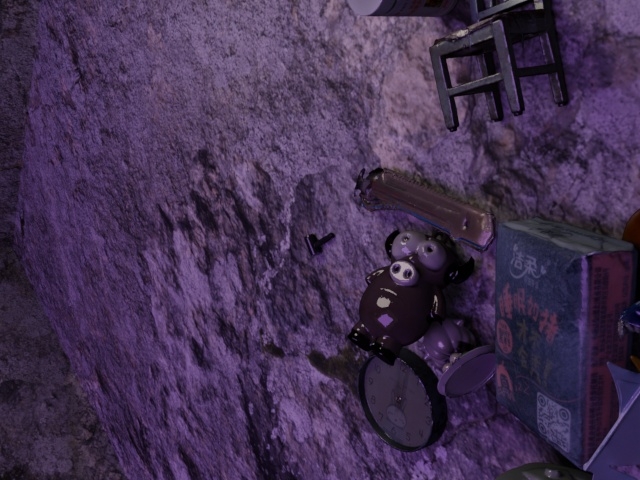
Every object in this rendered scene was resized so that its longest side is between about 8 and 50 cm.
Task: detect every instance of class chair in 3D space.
[{"bbox_3d":[0.249,-0.310,0.986,0.136,0.147,0.271,-4,100,51],"label":"chair"}]

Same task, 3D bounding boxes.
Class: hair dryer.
[{"bbox_3d":[0.000,0.000,1.469,0.083,0.026,0.047,-31,79,46],"label":"hair dryer"}]

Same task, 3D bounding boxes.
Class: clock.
[{"bbox_3d":[0.159,0.323,1.368,0.214,0.041,0.215,18,115,46],"label":"clock"}]

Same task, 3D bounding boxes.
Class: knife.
[{"bbox_3d":[0.179,-0.059,1.185,0.365,0.043,0.089,30,118,53],"label":"knife"}]

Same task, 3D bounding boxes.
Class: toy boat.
[{"bbox_3d":[0.441,0.213,0.870,0.220,0.067,0.291,26,100,-5],"label":"toy boat"}]

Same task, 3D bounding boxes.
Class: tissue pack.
[{"bbox_3d":[0.347,0.138,0.990,0.228,0.103,0.316,-145,49,-67],"label":"tissue pack"}]

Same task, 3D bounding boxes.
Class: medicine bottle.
[{"bbox_3d":[0.133,-0.397,1.062,0.086,0.183,0.086,20,117,45],"label":"medicine bottle"}]

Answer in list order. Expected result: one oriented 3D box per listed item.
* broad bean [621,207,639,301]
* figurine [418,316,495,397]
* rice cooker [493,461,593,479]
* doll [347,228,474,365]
[{"bbox_3d":[0.457,0.013,0.890,0.114,0.084,0.165,24,124,52],"label":"broad bean"},{"bbox_3d":[0.227,0.182,1.197,0.154,0.132,0.132,56,139,40],"label":"figurine"},{"bbox_3d":[0.354,0.505,1.003,0.288,0.288,0.277,31,129,40],"label":"rice cooker"},{"bbox_3d":[0.149,0.085,1.182,0.182,0.117,0.257,26,81,34],"label":"doll"}]
